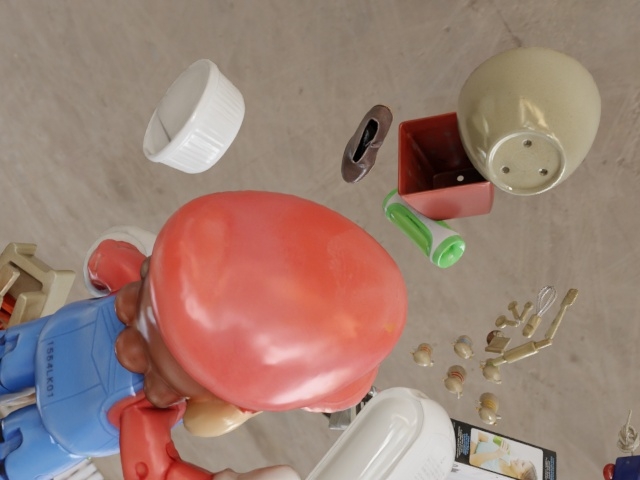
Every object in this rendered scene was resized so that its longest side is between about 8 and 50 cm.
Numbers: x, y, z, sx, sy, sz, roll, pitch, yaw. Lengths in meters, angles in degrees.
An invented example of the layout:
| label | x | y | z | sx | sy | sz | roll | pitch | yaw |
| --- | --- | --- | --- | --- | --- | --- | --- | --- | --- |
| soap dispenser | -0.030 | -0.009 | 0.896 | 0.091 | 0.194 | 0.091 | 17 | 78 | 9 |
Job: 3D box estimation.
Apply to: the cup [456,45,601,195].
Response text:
| label | x | y | z | sx | sy | sz | roll | pitch | yaw |
| --- | --- | --- | --- | --- | --- | --- | --- | --- | --- |
| cup | 0.465 | -0.236 | 1.665 | 0.331 | 0.237 | 0.331 | 8 | 129 | 10 |

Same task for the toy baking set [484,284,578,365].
| label | x | y | z | sx | sy | sz | roll | pitch | yaw |
| --- | --- | --- | --- | --- | --- | --- | --- | --- | --- |
| toy baking set | 0.502 | 0.200 | 1.785 | 0.030 | 0.196 | 0.256 | 40 | 135 | -23 |

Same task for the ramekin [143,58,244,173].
| label | x | y | z | sx | sy | sz | roll | pitch | yaw |
| --- | --- | --- | --- | --- | --- | --- | --- | --- | --- |
| ramekin | -0.294 | -0.283 | 1.753 | 0.127 | 0.272 | 0.273 | 32 | 159 | -32 |

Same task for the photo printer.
| label | x | y | z | sx | sy | sz | roll | pitch | yaw |
| --- | --- | --- | --- | --- | --- | --- | --- | --- | --- |
| photo printer | 0.074 | 0.356 | 1.051 | 0.107 | 0.307 | 0.256 | 34 | 166 | 32 |

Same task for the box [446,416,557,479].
| label | x | y | z | sx | sy | sz | roll | pitch | yaw |
| --- | --- | --- | --- | --- | --- | --- | --- | --- | --- |
| box | 0.321 | 0.454 | 1.526 | 0.290 | 0.087 | 0.169 | 21 | 149 | -17 |

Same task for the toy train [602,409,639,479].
| label | x | y | z | sx | sy | sz | roll | pitch | yaw |
| --- | --- | --- | --- | --- | --- | --- | --- | --- | --- |
| toy train | 0.631 | 0.469 | 1.422 | 0.143 | 0.248 | 0.105 | 37 | 146 | -16 |

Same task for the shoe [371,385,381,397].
| label | x | y | z | sx | sy | sz | roll | pitch | yaw |
| --- | --- | --- | --- | --- | --- | --- | --- | --- | --- |
| shoe | 0.130 | 0.535 | 2.359 | 0.081 | 0.178 | 0.063 | 34 | -158 | -41 |

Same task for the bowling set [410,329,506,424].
| label | x | y | z | sx | sy | sz | roll | pitch | yaw |
| --- | --- | --- | --- | --- | --- | --- | --- | --- | --- |
| bowling set | 0.393 | 0.313 | 1.919 | 0.287 | 0.154 | 0.199 | 36 | 103 | 9 |

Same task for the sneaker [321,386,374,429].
| label | x | y | z | sx | sy | sz | roll | pitch | yaw |
| --- | --- | --- | --- | --- | --- | --- | --- | --- | --- |
| sneaker | 0.033 | 0.250 | 1.406 | 0.132 | 0.086 | 0.228 | -17 | 64 | 38 |

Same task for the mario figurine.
| label | x | y | z | sx | sy | sz | roll | pitch | yaw |
| --- | --- | --- | --- | --- | --- | --- | --- | --- | --- |
| mario figurine | -0.084 | 0.082 | 0.440 | 0.321 | 0.170 | 0.198 | -23 | 98 | 29 |

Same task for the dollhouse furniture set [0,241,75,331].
| label | x | y | z | sx | sy | sz | roll | pitch | yaw |
| --- | --- | --- | --- | --- | --- | --- | --- | --- | --- |
| dollhouse furniture set | -0.405 | 0.078 | 0.847 | 0.262 | 0.135 | 0.259 | 32 | -174 | 12 |

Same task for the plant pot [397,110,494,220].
| label | x | y | z | sx | sy | sz | roll | pitch | yaw |
| --- | --- | --- | --- | --- | --- | --- | --- | --- | --- |
| plant pot | 0.390 | -0.200 | 2.189 | 0.268 | 0.267 | 0.235 | -8 | 148 | 20 |

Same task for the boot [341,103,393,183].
| label | x | y | z | sx | sy | sz | roll | pitch | yaw |
| --- | --- | --- | --- | --- | --- | --- | --- | --- | --- |
| boot | 0.098 | -0.227 | 1.854 | 0.090 | 0.207 | 0.248 | 30 | 117 | 4 |

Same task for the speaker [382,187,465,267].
| label | x | y | z | sx | sy | sz | roll | pitch | yaw |
| --- | --- | --- | --- | --- | --- | --- | --- | --- | --- |
| speaker | 0.324 | -0.046 | 2.350 | 0.296 | 0.131 | 0.131 | 49 | 150 | 37 |

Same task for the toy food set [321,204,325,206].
| label | x | y | z | sx | sy | sz | roll | pitch | yaw |
| --- | --- | --- | --- | --- | --- | --- | --- | --- | --- |
| toy food set | 0.000 | 0.000 | 1.257 | 0.128 | 0.071 | 0.218 | 29 | 159 | 31 |

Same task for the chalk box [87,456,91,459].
| label | x | y | z | sx | sy | sz | roll | pitch | yaw |
| --- | --- | --- | --- | --- | --- | --- | --- | --- | --- |
| chalk box | -0.410 | 0.295 | 1.357 | 0.132 | 0.132 | 0.213 | 40 | 117 | 8 |
